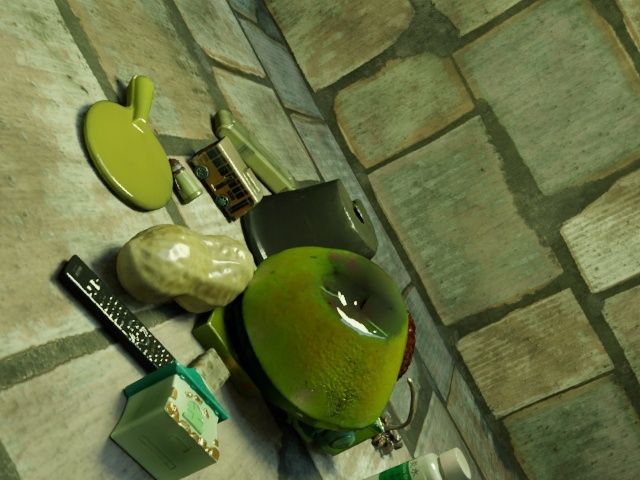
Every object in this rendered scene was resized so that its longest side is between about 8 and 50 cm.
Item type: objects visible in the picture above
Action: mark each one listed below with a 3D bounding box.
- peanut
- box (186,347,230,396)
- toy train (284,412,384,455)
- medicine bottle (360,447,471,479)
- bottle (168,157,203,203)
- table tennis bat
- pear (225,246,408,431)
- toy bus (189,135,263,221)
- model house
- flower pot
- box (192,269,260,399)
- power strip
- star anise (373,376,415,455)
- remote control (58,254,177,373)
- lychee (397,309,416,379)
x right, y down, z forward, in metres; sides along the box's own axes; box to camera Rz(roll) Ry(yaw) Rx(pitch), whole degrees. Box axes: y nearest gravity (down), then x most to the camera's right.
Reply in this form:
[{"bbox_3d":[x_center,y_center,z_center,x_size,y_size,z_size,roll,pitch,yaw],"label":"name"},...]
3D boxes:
[{"bbox_3d":[-0.231,0.048,1.161,0.313,0.149,0.149,22,42,-63],"label":"peanut"},{"bbox_3d":[-0.195,0.229,1.118,0.062,0.045,0.098,58,17,-8],"label":"box"},{"bbox_3d":[0.018,0.323,1.431,0.188,0.159,0.271,47,16,-50],"label":"toy train"},{"bbox_3d":[0.186,0.518,1.415,0.095,0.260,0.095,56,17,-27],"label":"medicine bottle"},{"bbox_3d":[-0.296,-0.129,1.418,0.101,0.047,0.063,55,-11,-8],"label":"bottle"},{"bbox_3d":[-0.370,-0.209,1.318,0.224,0.054,0.368,46,26,-41],"label":"table tennis bat"},{"bbox_3d":[0.034,0.152,1.299,0.399,0.165,0.398,27,37,-23],"label":"pear"},{"bbox_3d":[-0.214,-0.147,1.584,0.182,0.103,0.091,57,17,-16],"label":"toy bus"},{"bbox_3d":[-0.208,0.244,0.953,0.127,0.101,0.149,54,15,-25],"label":"model house"},{"bbox_3d":[0.000,0.000,1.750,0.379,0.251,0.379,56,16,-26],"label":"flower pot"},{"bbox_3d":[-0.155,0.163,1.355,0.173,0.043,0.311,57,17,-16],"label":"box"},{"bbox_3d":[-0.175,-0.227,1.931,0.387,0.066,0.092,43,22,-42],"label":"power strip"},{"bbox_3d":[0.205,0.440,1.718,0.218,0.227,0.148,39,32,-29],"label":"star anise"},{"bbox_3d":[-0.299,0.124,1.007,0.245,0.025,0.063,54,16,-23],"label":"remote control"},{"bbox_3d":[0.122,0.254,1.715,0.260,0.261,0.260,54,17,-25],"label":"lychee"}]
